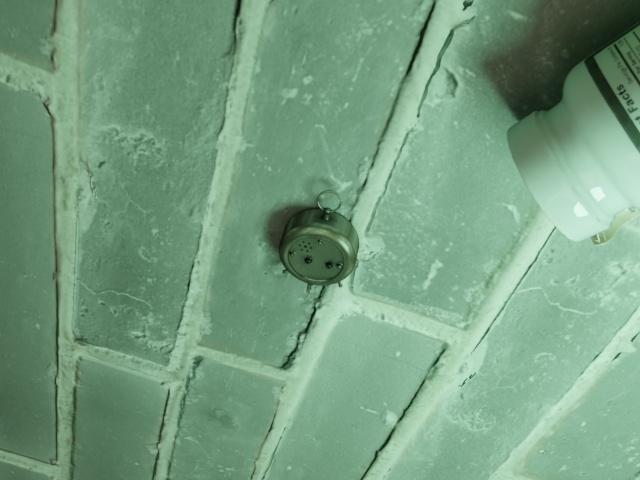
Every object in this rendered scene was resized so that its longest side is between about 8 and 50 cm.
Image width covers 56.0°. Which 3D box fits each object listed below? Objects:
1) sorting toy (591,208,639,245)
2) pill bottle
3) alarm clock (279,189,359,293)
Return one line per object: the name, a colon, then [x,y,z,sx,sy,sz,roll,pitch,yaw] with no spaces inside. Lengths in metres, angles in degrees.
sorting toy: [0.421,-0.046,0.872,0.075,0.045,0.083,-19,121,16]
pill bottle: [0.413,-0.159,0.678,0.363,0.210,0.210,-34,114,32]
alarm clock: [0.000,0.000,0.982,0.129,0.064,0.192,13,125,2]
